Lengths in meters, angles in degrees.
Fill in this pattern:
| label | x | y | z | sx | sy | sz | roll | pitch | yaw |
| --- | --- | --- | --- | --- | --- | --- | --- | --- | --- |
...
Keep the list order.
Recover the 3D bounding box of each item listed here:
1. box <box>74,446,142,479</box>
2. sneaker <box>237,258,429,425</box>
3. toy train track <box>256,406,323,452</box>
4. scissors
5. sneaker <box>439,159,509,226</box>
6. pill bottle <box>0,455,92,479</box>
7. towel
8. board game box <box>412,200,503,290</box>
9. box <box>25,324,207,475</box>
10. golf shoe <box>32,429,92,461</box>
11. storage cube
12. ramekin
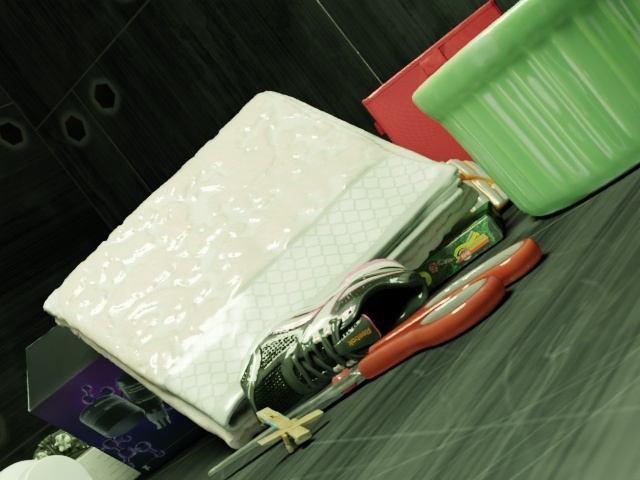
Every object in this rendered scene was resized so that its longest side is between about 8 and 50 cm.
| label | x | y | z | sx | sy | sz | roll | pitch | yaw |
| --- | --- | --- | --- | --- | --- | --- | --- | --- | --- |
| box | -0.224 | 0.249 | 1.364 | 0.324 | 0.067 | 0.063 | -39 | 1 | -30 |
| sneaker | 0.012 | 0.074 | 0.869 | 0.178 | 0.072 | 0.077 | -44 | 13 | -16 |
| toy train track | -0.025 | 0.130 | 0.758 | 0.048 | 0.014 | 0.083 | -25 | 12 | -19 |
| scissors | 0.035 | 0.089 | 0.795 | 0.297 | 0.021 | 0.109 | -38 | 3 | 34 |
| sneaker | 0.116 | -0.016 | 1.184 | 0.215 | 0.084 | 0.083 | -26 | -37 | -24 |
| pill bottle | -0.316 | 0.295 | 1.160 | 0.193 | 0.108 | 0.108 | -37 | 1 | 40 |
| towel | -0.067 | 0.006 | 1.048 | 0.332 | 0.053 | 0.317 | -46 | 43 | -18 |
| board game box | 0.064 | 0.055 | 1.060 | 0.260 | 0.030 | 0.136 | -37 | -1 | 13 |
| box | -0.165 | 0.121 | 1.217 | 0.261 | 0.184 | 0.103 | -38 | 41 | 16 |
| golf shoe | -0.339 | 0.314 | 1.484 | 0.273 | 0.105 | 0.120 | -37 | -6 | 21 |
| storage cube | 0.189 | -0.149 | 1.325 | 0.215 | 0.193 | 0.183 | -37 | 1 | 10 |
| ramekin | 0.238 | -0.154 | 0.911 | 0.303 | 0.148 | 0.303 | -38 | 1 | 1 |
